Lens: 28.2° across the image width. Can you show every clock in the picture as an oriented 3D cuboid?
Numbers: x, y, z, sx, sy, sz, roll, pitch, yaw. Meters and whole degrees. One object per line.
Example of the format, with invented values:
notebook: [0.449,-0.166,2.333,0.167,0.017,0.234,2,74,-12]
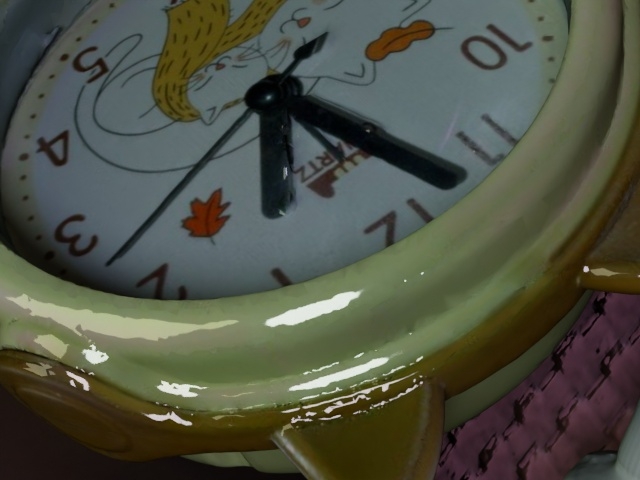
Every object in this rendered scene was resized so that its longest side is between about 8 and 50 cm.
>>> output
clock: [-0.016,-0.044,0.488,0.348,0.286,0.117,48,168,37]

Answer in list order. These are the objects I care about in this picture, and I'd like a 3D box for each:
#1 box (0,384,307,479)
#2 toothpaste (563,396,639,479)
box: [-0.111,0.167,0.585,0.216,0.301,0.301,50,127,50]
toothpaste: [0.089,0.228,0.502,0.099,0.061,0.392,33,118,47]
